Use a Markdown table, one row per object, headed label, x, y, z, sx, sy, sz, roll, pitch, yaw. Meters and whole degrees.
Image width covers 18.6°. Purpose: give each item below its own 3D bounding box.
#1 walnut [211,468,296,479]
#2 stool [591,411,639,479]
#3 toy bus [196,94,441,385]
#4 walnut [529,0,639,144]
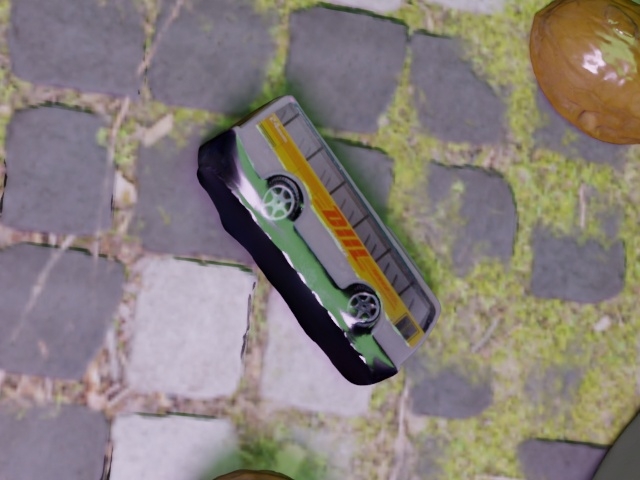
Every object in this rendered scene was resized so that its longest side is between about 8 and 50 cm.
| label | x | y | z | sx | sy | sz | roll | pitch | yaw |
| --- | --- | --- | --- | --- | --- | --- | --- | --- | --- |
| walnut | -0.031 | 0.186 | 1.087 | 0.105 | 0.105 | 0.124 | -40 | 100 | -21 |
| stool | 0.285 | 0.176 | 1.153 | 0.199 | 0.195 | 0.195 | 45 | 86 | -7 |
| toy bus | 0.000 | 0.000 | 1.144 | 0.072 | 0.057 | 0.172 | -41 | 99 | -30 |
| walnut | 0.191 | -0.111 | 1.233 | 0.121 | 0.052 | 0.091 | 30 | 77 | -14 |
